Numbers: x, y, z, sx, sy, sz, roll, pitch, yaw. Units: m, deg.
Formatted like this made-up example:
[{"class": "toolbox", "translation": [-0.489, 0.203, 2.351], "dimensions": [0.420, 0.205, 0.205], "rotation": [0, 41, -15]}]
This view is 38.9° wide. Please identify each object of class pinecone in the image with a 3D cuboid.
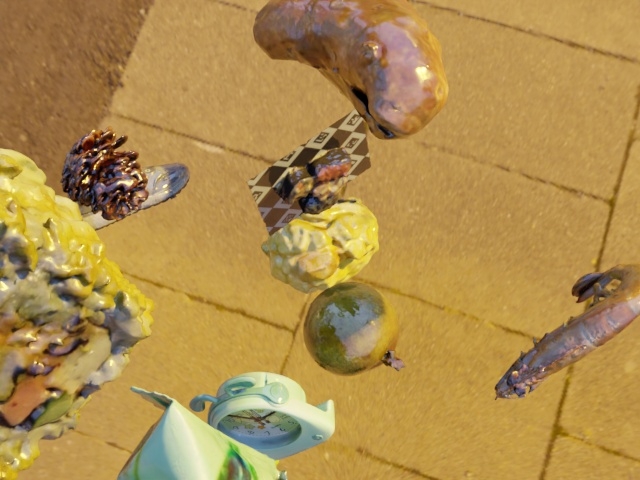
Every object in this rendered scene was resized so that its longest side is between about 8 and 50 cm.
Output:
[{"class": "pinecone", "translation": [-0.192, -0.057, 0.815], "dimensions": [0.077, 0.077, 0.083], "rotation": [-43, 88, -10]}]

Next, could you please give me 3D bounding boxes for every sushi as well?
[{"class": "sushi", "translation": [-0.406, 0.077, 1.041], "dimensions": [0.240, 0.396, 0.351], "rotation": [35, 86, 38]}, {"class": "sushi", "translation": [0.000, -0.099, 1.563], "dimensions": [0.231, 0.220, 0.047], "rotation": [-35, 67, -8]}]

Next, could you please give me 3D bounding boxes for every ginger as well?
[{"class": "ginger", "translation": [0.055, -0.259, 1.229], "dimensions": [0.172, 0.165, 0.321], "rotation": [-40, 54, -15]}]

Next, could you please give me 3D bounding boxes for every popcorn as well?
[{"class": "popcorn", "translation": [0.000, 0.000, 1.907], "dimensions": [0.252, 0.286, 0.215], "rotation": [6, 98, 28]}]

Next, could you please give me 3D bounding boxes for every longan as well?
[{"class": "longan", "translation": [0.056, 0.142, 1.359], "dimensions": [0.176, 0.145, 0.154], "rotation": [36, 46, 18]}]

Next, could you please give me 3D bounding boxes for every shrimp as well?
[{"class": "shrimp", "translation": [0.223, 0.071, 0.808], "dimensions": [0.178, 0.124, 0.034], "rotation": [-42, 98, 19]}]

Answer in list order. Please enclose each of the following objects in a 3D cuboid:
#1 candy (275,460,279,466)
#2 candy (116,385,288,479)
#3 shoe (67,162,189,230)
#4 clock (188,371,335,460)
[{"class": "candy", "translation": [-0.109, 0.364, 1.432], "dimensions": [0.096, 0.097, 0.210], "rotation": [2, 115, 2]}, {"class": "candy", "translation": [-0.195, 0.390, 1.043], "dimensions": [0.172, 0.263, 0.398], "rotation": [11, 63, 40]}, {"class": "shoe", "translation": [-0.279, -0.081, 1.314], "dimensions": [0.194, 0.074, 0.077], "rotation": [-27, 114, -26]}, {"class": "clock", "translation": [-0.082, 0.236, 1.253], "dimensions": [0.148, 0.188, 0.060], "rotation": [-27, 44, 29]}]
